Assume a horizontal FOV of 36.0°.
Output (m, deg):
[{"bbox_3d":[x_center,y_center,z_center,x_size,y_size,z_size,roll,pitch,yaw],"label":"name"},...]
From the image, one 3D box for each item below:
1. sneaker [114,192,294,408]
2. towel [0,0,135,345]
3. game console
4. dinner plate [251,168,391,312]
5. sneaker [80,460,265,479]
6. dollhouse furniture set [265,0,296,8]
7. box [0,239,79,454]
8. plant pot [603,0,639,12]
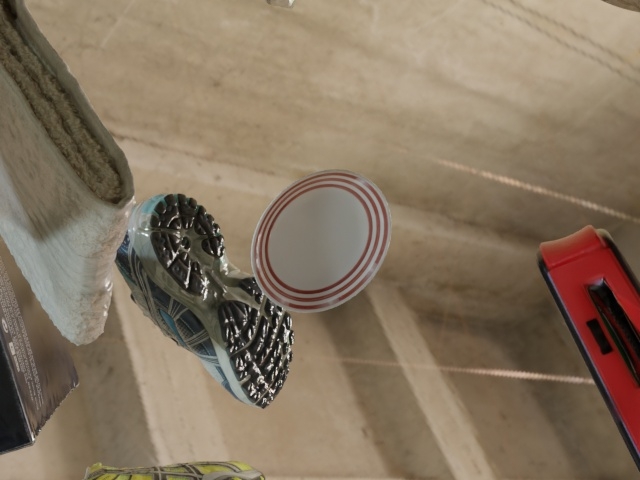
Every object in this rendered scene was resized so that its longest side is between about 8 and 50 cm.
[{"bbox_3d":[-0.130,0.066,1.057,0.110,0.122,0.283,-54,-53,-38],"label":"sneaker"},{"bbox_3d":[-0.217,-0.077,0.698,0.049,0.187,0.282,-24,-113,-31],"label":"towel"},{"bbox_3d":[0.281,0.194,0.674,0.342,0.060,0.386,51,-163,-36],"label":"game console"},{"bbox_3d":[0.000,0.000,0.896,0.141,0.141,0.017,18,-168,-34],"label":"dinner plate"},{"bbox_3d":[-0.196,0.301,1.121,0.147,0.145,0.385,35,-168,23],"label":"sneaker"},{"bbox_3d":[-0.096,-0.330,0.890,0.262,0.135,0.259,36,-158,23],"label":"dollhouse furniture set"},{"bbox_3d":[-0.431,0.130,0.917,0.343,0.312,0.178,-18,-88,-7],"label":"box"},{"bbox_3d":[0.302,-0.372,0.797,0.274,0.257,0.256,59,-166,-54],"label":"plant pot"}]
